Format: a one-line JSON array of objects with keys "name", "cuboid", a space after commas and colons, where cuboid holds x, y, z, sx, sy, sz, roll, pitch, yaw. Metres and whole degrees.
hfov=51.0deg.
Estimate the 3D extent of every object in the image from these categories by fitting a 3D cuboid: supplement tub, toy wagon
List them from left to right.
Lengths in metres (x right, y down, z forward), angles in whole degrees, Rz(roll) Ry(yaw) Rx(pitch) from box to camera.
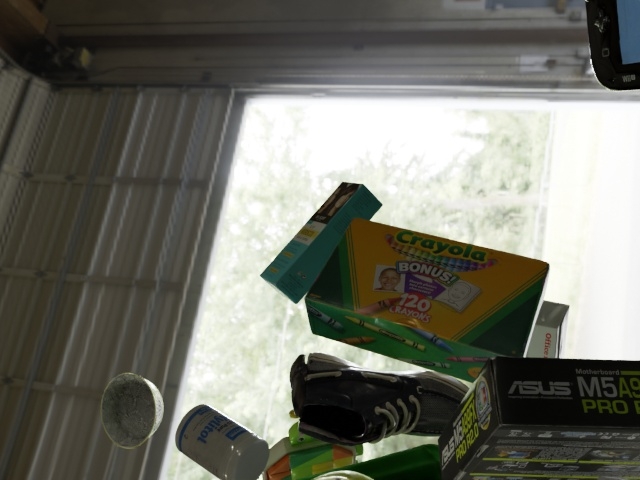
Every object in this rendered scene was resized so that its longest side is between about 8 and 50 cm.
[{"name": "supplement tub", "cuboid": [-0.126, 0.259, 0.851, 0.071, 0.107, 0.071, -30, -51, -45]}, {"name": "toy wagon", "cuboid": [-0.032, 0.511, 1.547, 0.068, 0.267, 0.344, -112, 16, -47]}]

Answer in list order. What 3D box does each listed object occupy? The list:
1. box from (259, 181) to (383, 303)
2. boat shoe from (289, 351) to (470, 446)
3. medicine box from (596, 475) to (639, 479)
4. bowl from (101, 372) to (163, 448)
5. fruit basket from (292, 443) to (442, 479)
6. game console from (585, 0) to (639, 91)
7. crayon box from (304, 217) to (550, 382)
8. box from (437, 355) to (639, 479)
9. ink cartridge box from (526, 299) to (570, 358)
[{"name": "box", "cuboid": [0.000, 0.000, 1.240, 0.060, 0.100, 0.244, 44, -100, -20]}, {"name": "boat shoe", "cuboid": [0.111, 0.289, 1.113, 0.158, 0.341, 0.127, -88, 9, -73]}, {"name": "medicine box", "cuboid": [0.269, 0.278, 0.308, 0.149, 0.289, 0.263, -48, -40, -66]}, {"name": "bowl", "cuboid": [-0.419, 0.389, 1.556, 0.080, 0.170, 0.170, 10, -96, -60]}, {"name": "fruit basket", "cuboid": [0.039, 0.445, 1.030, 0.283, 0.392, 0.392, -99, 3, -60]}, {"name": "game console", "cuboid": [0.260, -0.131, 0.391, 0.361, 0.044, 0.213, -132, 40, -76]}, {"name": "crayon box", "cuboid": [0.141, 0.077, 0.884, 0.081, 0.278, 0.165, 82, -150, -43]}, {"name": "box", "cuboid": [0.260, 0.177, 0.607, 0.216, 0.270, 0.060, 94, 178, -57]}, {"name": "ink cartridge box", "cuboid": [0.417, 0.197, 1.405, 0.127, 0.176, 0.128, -32, -54, -53]}]
